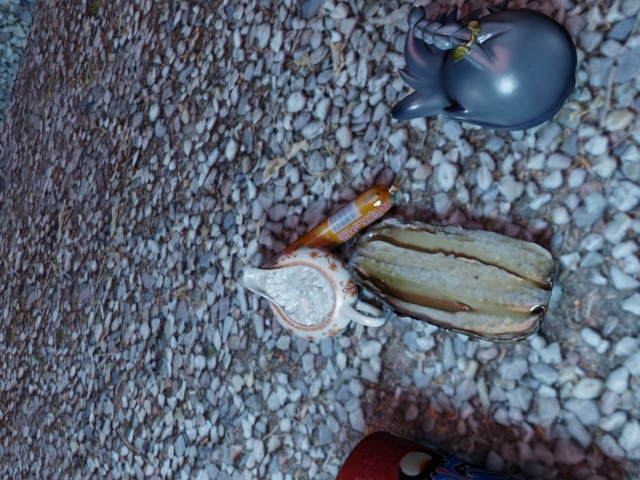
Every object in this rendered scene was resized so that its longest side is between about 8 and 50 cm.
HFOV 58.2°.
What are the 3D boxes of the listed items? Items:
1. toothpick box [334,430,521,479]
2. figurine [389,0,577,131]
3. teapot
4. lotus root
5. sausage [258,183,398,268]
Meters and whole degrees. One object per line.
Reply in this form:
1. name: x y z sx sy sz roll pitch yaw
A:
1. toothpick box: 0.193 0.389 0.726 0.333 0.204 0.204 7 89 37
2. figurine: 0.219 -0.246 0.814 0.265 0.197 0.175 10 115 34
3. teapot: -0.003 0.091 0.971 0.245 0.116 0.159 13 91 24
4. lotus root: 0.183 0.060 0.860 0.329 0.078 0.167 18 72 40
5. sausage: 0.000 0.000 1.019 0.348 0.053 0.053 -35 64 30
